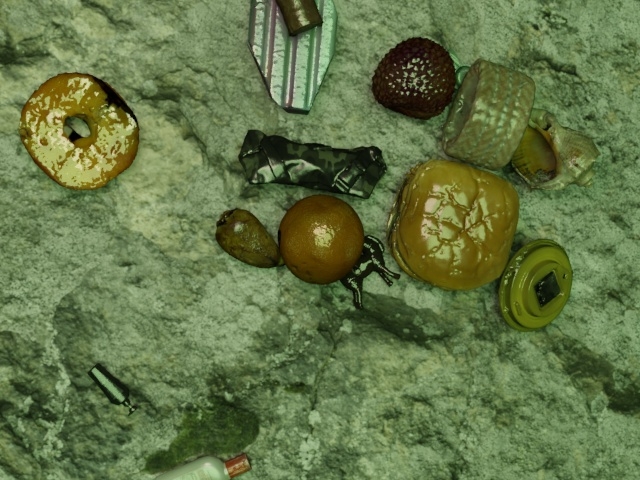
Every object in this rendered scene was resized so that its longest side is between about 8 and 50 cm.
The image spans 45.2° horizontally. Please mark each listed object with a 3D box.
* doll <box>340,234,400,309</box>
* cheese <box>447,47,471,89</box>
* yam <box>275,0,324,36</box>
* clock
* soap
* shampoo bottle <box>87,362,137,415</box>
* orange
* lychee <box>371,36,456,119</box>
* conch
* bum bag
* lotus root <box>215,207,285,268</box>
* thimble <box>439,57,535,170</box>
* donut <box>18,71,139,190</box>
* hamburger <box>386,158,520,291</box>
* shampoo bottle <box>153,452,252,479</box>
[{"bbox_3d":[0.098,0.059,1.792,0.139,0.057,0.165,-35,88,-3],"label":"doll"},{"bbox_3d":[0.332,-0.393,1.813,0.121,0.026,0.067,43,86,-8],"label":"cheese"},{"bbox_3d":[-0.053,-0.501,1.621,0.084,0.084,0.127,-24,99,-6],"label":"yam"},{"bbox_3d":[0.521,0.112,1.807,0.237,0.057,0.236,-9,108,-29],"label":"clock"},{"bbox_3d":[-0.065,-0.450,1.715,0.193,0.109,0.323,4,92,-8],"label":"soap"},{"bbox_3d":[-0.469,0.338,1.741,0.048,0.027,0.137,-44,98,-13],"label":"shampoo bottle"},{"bbox_3d":[0.000,0.000,1.706,0.206,0.206,0.205,0,93,-8],"label":"orange"},{"bbox_3d":[0.216,-0.368,1.723,0.188,0.188,0.188,0,93,-8],"label":"lychee"},{"bbox_3d":[0.530,-0.204,1.785,0.178,0.163,0.245,-37,84,-22],"label":"conch"},{"bbox_3d":[-0.017,-0.168,1.740,0.341,0.095,0.143,7,64,-9],"label":"bum bag"},{"bbox_3d":[-0.151,0.007,1.738,0.191,0.094,0.108,39,122,-13],"label":"lotus root"},{"bbox_3d":[0.375,-0.281,1.735,0.148,0.196,0.229,16,115,-10],"label":"thimble"},{"bbox_3d":[-0.517,-0.234,1.661,0.254,0.118,0.253,0,90,-7],"label":"donut"},{"bbox_3d":[0.301,-0.030,1.763,0.319,0.158,0.318,0,89,-7],"label":"hamburger"},{"bbox_3d":[-0.267,0.552,1.768,0.221,0.051,0.108,-22,95,-7],"label":"shampoo bottle"}]
